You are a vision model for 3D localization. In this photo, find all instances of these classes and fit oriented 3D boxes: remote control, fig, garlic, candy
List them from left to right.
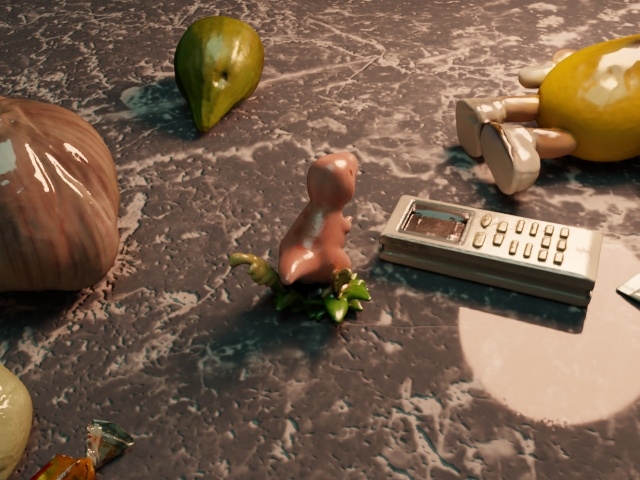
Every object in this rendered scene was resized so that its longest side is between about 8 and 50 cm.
[{"bbox_3d":[-0.405,-0.067,0.940,0.317,0.259,0.317,-5,41,5],"label":"garlic"},{"bbox_3d":[-0.264,0.246,0.713,0.046,0.053,0.182,15,41,31],"label":"candy"},{"bbox_3d":[-0.191,-0.316,1.305,0.167,0.167,0.233,3,32,8],"label":"fig"},{"bbox_3d":[0.225,0.006,0.965,0.277,0.056,0.103,13,41,18],"label":"remote control"}]

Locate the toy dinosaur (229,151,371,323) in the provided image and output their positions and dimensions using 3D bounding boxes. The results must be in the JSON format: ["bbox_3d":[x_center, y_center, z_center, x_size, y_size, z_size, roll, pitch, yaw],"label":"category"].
[{"bbox_3d":[0.005,0.003,0.889,0.152,0.177,0.194,25,49,31],"label":"toy dinosaur"}]

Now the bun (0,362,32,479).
[{"bbox_3d":[-0.414,0.189,0.742,0.221,0.108,0.221,-2,39,2],"label":"bun"}]

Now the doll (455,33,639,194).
[{"bbox_3d":[0.425,-0.193,1.129,0.423,0.161,0.348,4,53,10],"label":"doll"}]

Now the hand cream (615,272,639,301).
[{"bbox_3d":[0.510,0.112,0.835,0.109,0.067,0.320,-25,37,-23],"label":"hand cream"}]
